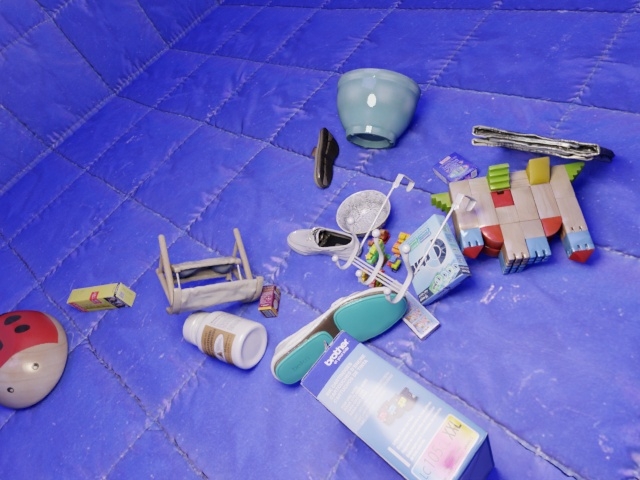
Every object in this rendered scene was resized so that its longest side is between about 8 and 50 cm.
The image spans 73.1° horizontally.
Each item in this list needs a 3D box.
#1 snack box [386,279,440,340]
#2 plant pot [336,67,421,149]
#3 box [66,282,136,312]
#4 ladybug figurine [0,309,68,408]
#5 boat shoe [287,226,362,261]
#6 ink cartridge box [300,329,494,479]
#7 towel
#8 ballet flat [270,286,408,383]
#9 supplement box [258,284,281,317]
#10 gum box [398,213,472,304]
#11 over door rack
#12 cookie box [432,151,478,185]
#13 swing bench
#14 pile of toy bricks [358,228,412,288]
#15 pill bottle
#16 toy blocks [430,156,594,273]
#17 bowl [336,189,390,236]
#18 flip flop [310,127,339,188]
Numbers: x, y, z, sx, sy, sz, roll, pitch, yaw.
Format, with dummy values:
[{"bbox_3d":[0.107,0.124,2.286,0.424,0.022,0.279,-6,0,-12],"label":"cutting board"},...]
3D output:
[{"bbox_3d":[0.233,0.182,1.145,0.064,0.022,0.178,-38,48,-5],"label":"snack box"},{"bbox_3d":[0.187,-0.435,1.501,0.293,0.293,0.196,7,85,30],"label":"plant pot"},{"bbox_3d":[-0.794,0.209,1.567,0.232,0.087,0.058,-8,52,19],"label":"box"},{"bbox_3d":[-1.062,0.387,1.503,0.449,0.162,0.305,24,68,37],"label":"ladybug figurine"},{"bbox_3d":[0.000,0.000,1.352,0.267,0.088,0.096,15,63,33],"label":"boat shoe"},{"bbox_3d":[0.134,0.359,0.888,0.395,0.270,0.151,27,68,37],"label":"ink cartridge box"},{"bbox_3d":[0.598,-0.250,1.164,0.312,0.324,0.056,23,110,36],"label":"towel"},{"bbox_3d":[0.037,0.226,1.145,0.400,0.139,0.139,-33,48,0],"label":"ballet flat"},{"bbox_3d":[-0.153,0.184,1.305,0.043,0.055,0.083,-8,52,18],"label":"supplement box"},{"bbox_3d":[0.292,0.051,1.129,0.157,0.041,0.184,-49,46,42],"label":"gum box"},{"bbox_3d":[0.190,-0.030,1.097,0.324,0.108,0.239,-52,38,-4],"label":"over door rack"},{"bbox_3d":[0.422,-0.219,1.356,0.092,0.040,0.107,-33,48,-1],"label":"cookie box"},{"bbox_3d":[-0.342,0.109,1.307,0.253,0.165,0.254,-5,42,-29],"label":"swing bench"},{"bbox_3d":[0.168,0.036,1.233,0.118,0.105,0.212,21,65,35],"label":"pile of toy bricks"},{"bbox_3d":[-0.279,0.275,1.241,0.229,0.131,0.131,9,59,31],"label":"pill bottle"},{"bbox_3d":[0.498,-0.039,1.109,0.381,0.191,0.261,-8,64,9],"label":"toy blocks"},{"bbox_3d":[0.142,-0.068,1.343,0.170,0.080,0.170,-13,51,16],"label":"bowl"},{"bbox_3d":[0.003,-0.304,1.589,0.080,0.112,0.277,-14,54,34],"label":"flip flop"}]
